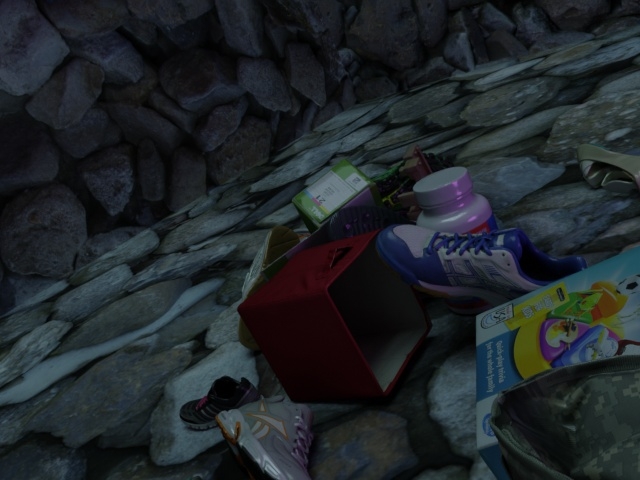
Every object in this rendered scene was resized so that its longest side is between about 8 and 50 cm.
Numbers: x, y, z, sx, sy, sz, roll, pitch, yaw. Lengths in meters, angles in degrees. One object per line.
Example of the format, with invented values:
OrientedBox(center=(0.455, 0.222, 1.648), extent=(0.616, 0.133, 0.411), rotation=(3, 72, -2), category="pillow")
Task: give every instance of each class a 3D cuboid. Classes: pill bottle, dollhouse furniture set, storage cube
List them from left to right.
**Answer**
OrientedBox(center=(0.025, 0.117, 0.989), extent=(0.193, 0.214, 0.184), rotation=(-17, 19, 41), category="storage cube")
OrientedBox(center=(0.262, -0.130, 1.439), extent=(0.123, 0.144, 0.151), rotation=(-10, 37, 36), category="dollhouse furniture set")
OrientedBox(center=(0.230, -0.002, 1.037), extent=(0.124, 0.221, 0.124), rotation=(-22, 18, 8), category="pill bottle")

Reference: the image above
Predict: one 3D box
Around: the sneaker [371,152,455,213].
OrientedBox(center=(0.186, -0.124, 1.605), extent=(0.344, 0.134, 0.146), rotation=(-17, -3, -7), category="sneaker")

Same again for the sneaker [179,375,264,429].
OrientedBox(center=(-0.168, 0.260, 1.039), extent=(0.171, 0.074, 0.063), rotation=(-14, 20, 29), category="sneaker")

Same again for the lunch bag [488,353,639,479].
OrientedBox(center=(0.264, 0.199, 0.392), extent=(0.287, 0.235, 0.169), rotation=(-11, 25, 36), category="lunch bag")

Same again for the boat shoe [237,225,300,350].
OrientedBox(center=(-0.112, 0.105, 1.306), extent=(0.096, 0.098, 0.276), rotation=(-37, 30, 53), category="boat shoe")

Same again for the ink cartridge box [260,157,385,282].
OrientedBox(center=(0.000, 0.000, 1.182), extent=(0.255, 0.188, 0.097), rotation=(-38, 52, -7), category="ink cartridge box")

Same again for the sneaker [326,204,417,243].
OrientedBox(center=(0.131, 0.013, 1.156), extent=(0.319, 0.112, 0.131), rotation=(9, -20, -29), category="sneaker")

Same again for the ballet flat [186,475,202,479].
OrientedBox(center=(-0.170, 0.375, 0.752), extent=(0.068, 0.072, 0.213), rotation=(11, 29, 14), category="ballet flat")

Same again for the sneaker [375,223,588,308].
OrientedBox(center=(0.228, 0.021, 0.895), extent=(0.297, 0.130, 0.111), rotation=(19, 45, 8), category="sneaker")

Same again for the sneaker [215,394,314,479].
OrientedBox(center=(-0.049, 0.267, 0.842), extent=(0.121, 0.099, 0.262), rotation=(-26, 18, -20), category="sneaker")

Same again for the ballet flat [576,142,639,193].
OrientedBox(center=(0.568, -0.137, 1.246), extent=(0.086, 0.086, 0.248), rotation=(-26, 19, -7), category="ballet flat")

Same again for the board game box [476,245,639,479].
OrientedBox(center=(0.337, 0.112, 0.694), extent=(0.336, 0.079, 0.253), rotation=(-29, 16, 24), category="board game box")

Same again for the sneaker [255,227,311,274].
OrientedBox(center=(-0.003, 0.043, 1.370), extent=(0.321, 0.124, 0.180), rotation=(-20, 17, 11), category="sneaker")
